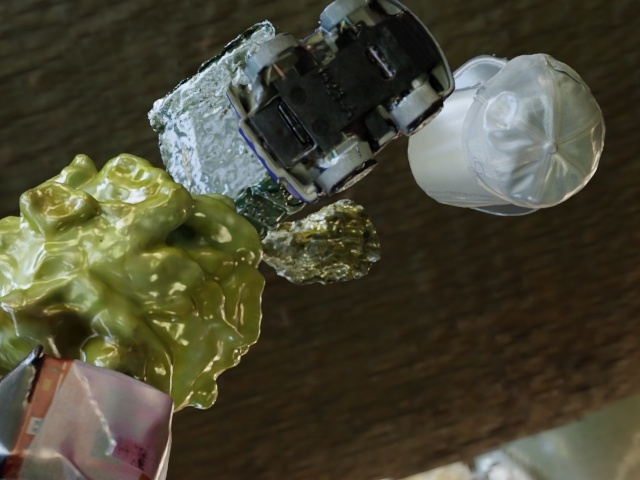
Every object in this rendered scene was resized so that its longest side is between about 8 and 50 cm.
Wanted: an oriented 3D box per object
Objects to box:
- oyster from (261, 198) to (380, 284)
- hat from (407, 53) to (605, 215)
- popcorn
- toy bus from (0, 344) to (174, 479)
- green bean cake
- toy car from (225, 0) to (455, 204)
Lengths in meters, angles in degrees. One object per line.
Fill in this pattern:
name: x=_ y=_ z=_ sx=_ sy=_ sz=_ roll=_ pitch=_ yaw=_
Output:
oyster: x=0.000 y=0.000 z=1.759 sx=0.045 sy=0.146 sz=0.121 roll=106 pitch=-175 yaw=-56
hat: x=0.241 y=-0.131 z=2.013 sx=0.161 sy=0.275 sz=0.232 roll=-29 pitch=-73 yaw=-56
popcorn: x=-0.215 y=0.055 z=1.541 sx=0.312 sy=0.312 sz=0.312 roll=164 pitch=90 yaw=-84
toy bus: x=-0.199 y=0.229 z=1.108 sx=0.127 sy=0.147 sz=0.302 roll=-84 pitch=7 yaw=-54
green bean cake: x=-0.093 y=-0.144 z=2.095 sx=0.132 sy=0.255 sz=0.241 roll=22 pitch=-145 yaw=-58
toy car: x=0.021 y=-0.153 z=1.653 sx=0.172 sy=0.235 sz=0.158 roll=54 pitch=170 yaw=4
